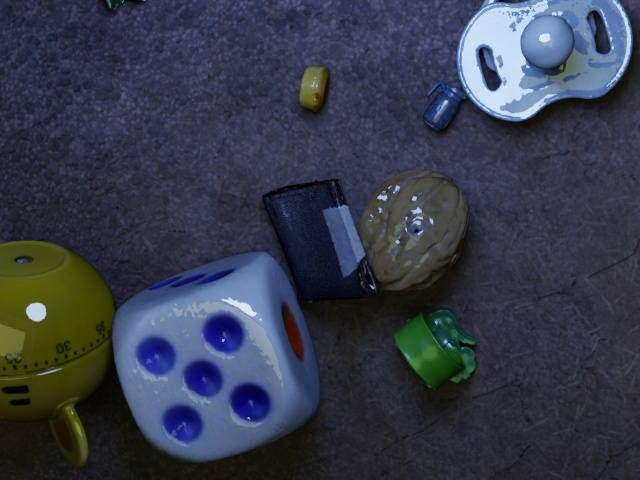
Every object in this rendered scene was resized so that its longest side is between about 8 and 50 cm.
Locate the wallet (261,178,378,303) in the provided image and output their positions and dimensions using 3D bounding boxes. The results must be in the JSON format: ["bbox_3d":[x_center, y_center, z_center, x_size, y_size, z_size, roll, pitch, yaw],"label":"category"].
[{"bbox_3d":[0.000,0.000,1.796,0.071,0.262,0.221,-21,97,-26],"label":"wallet"}]

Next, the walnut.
[{"bbox_3d":[0.163,-0.015,1.778,0.198,0.198,0.245,36,83,0],"label":"walnut"}]

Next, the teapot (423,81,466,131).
[{"bbox_3d":[0.221,-0.243,1.809,0.049,0.063,0.083,28,103,-30],"label":"teapot"}]

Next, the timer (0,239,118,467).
[{"bbox_3d":[-0.541,0.207,1.853,0.376,0.376,0.387,4,114,7],"label":"timer"}]

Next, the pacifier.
[{"bbox_3d":[0.371,-0.336,1.669,0.299,0.233,0.244,-18,95,10],"label":"pacifier"}]

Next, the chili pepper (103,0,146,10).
[{"bbox_3d":[-0.399,-0.523,1.831,0.098,0.061,0.224,-33,93,6],"label":"chili pepper"}]

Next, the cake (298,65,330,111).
[{"bbox_3d":[-0.010,-0.277,1.811,0.044,0.084,0.084,13,102,7],"label":"cake"}]

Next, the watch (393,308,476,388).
[{"bbox_3d":[0.218,0.207,1.839,0.131,0.152,0.165,-37,92,10],"label":"watch"}]

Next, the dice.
[{"bbox_3d":[-0.186,0.211,1.835,0.304,0.277,0.304,-19,100,10],"label":"dice"}]
